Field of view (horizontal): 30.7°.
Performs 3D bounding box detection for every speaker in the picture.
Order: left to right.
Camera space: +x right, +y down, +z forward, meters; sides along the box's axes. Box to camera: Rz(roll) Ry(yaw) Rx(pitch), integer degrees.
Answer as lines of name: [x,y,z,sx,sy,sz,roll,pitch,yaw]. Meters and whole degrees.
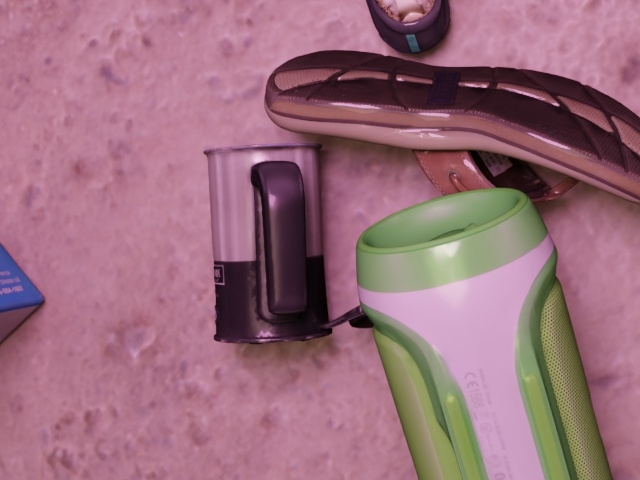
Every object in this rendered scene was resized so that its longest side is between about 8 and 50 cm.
speaker: [0.114,0.123,0.729,0.131,0.131,0.297,-14,104,14]

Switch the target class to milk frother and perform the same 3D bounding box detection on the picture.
milk frother: [0.000,0.000,0.806,0.143,0.129,0.135,-4,93,-29]

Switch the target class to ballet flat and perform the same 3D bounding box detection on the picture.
ballet flat: [0.045,-0.228,0.788,0.074,0.074,0.203,-13,89,14]

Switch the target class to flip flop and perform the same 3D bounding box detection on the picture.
flip flop: [0.095,-0.063,0.773,0.277,0.112,0.080,10,121,11]

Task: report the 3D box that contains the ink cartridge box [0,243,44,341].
ink cartridge box: [-0.378,-0.026,0.824,0.129,0.223,0.307,-42,82,13]
